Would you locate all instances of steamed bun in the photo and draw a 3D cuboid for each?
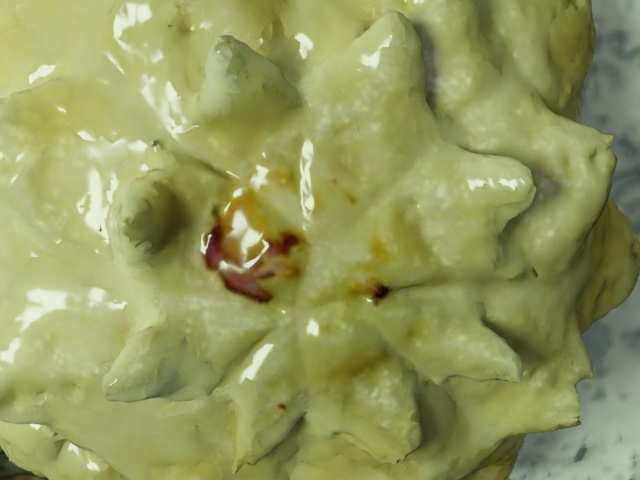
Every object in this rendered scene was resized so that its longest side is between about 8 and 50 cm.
[{"bbox_3d":[0.000,0.000,0.429,0.292,0.137,0.295,-34,104,-4],"label":"steamed bun"}]

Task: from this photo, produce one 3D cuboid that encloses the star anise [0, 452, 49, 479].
[{"bbox_3d":[-0.223,0.131,0.477,0.229,0.093,0.236,15,108,-15],"label":"star anise"}]
